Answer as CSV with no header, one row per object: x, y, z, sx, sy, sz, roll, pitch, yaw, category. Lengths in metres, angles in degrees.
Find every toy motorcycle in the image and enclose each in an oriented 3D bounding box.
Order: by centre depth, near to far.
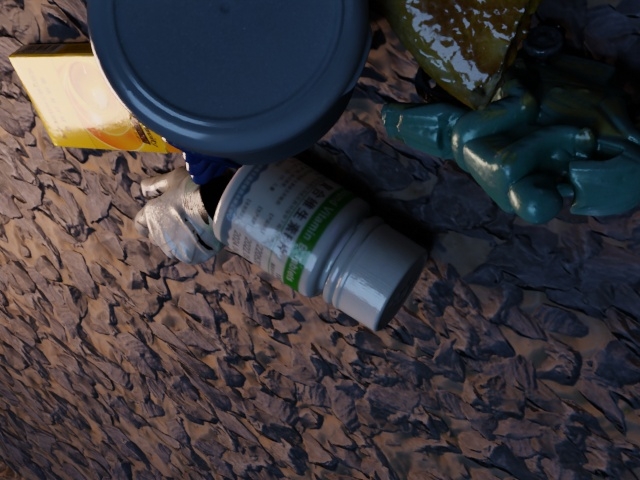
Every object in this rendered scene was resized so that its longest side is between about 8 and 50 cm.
0.200,-0.094,1.087,0.296,0.198,0.109,21,145,29,toy motorcycle

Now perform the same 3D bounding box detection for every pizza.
0.133,-0.282,1.014,0.226,0.086,0.336,-14,98,17,pizza

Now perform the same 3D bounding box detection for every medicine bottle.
0.000,0.000,1.429,0.236,0.139,0.139,34,144,15,medicine bottle

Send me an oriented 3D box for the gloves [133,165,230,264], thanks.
-0.192,-0.027,1.620,0.212,0.111,0.127,-25,114,45,gloves

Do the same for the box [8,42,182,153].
-0.291,-0.189,1.593,0.269,0.043,0.152,6,132,41,box

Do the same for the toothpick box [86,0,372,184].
-0.079,-0.179,1.152,0.263,0.263,0.354,42,-179,1,toothpick box
